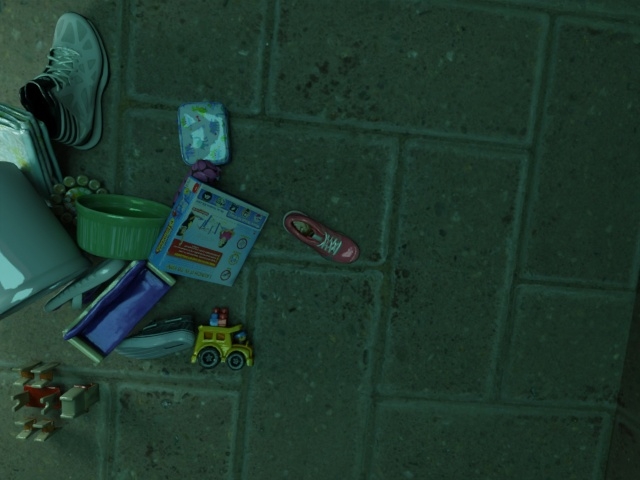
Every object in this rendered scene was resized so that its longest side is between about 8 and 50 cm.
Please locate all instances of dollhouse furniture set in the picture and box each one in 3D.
[{"bbox_3d":[-0.974,0.579,1.536,0.258,0.135,0.262,2,96,9],"label":"dollhouse furniture set"}]

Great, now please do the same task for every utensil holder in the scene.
[{"bbox_3d":[-0.955,0.005,1.259,0.327,0.327,0.386,-32,100,1],"label":"utensil holder"}]

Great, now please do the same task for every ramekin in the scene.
[{"bbox_3d":[-0.647,-0.045,1.387,0.303,0.303,0.148,13,103,-4],"label":"ramekin"}]

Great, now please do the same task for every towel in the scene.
[{"bbox_3d":[-1.023,-0.289,1.354,0.320,0.090,0.375,20,136,-1],"label":"towel"}]

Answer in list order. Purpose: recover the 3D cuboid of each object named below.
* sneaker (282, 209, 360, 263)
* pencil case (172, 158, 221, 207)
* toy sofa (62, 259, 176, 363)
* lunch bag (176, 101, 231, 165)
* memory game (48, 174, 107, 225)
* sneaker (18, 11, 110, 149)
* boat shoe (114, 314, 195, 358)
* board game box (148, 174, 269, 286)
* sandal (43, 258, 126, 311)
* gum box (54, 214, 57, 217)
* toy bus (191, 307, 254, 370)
[{"bbox_3d":[-0.001,0.000,1.495,0.313,0.136,0.116,28,95,-5],"label":"sneaker"},{"bbox_3d":[-0.430,-0.181,1.451,0.209,0.098,0.095,-43,82,30],"label":"pencil case"},{"bbox_3d":[-0.672,0.227,1.422,0.150,0.177,0.363,43,76,-9],"label":"toy sofa"},{"bbox_3d":[-0.404,-0.370,1.462,0.175,0.090,0.219,-5,97,-2],"label":"lunch bag"},{"bbox_3d":[-0.836,-0.137,1.454,0.186,0.012,0.186,-17,121,-30],"label":"memory game"},{"bbox_3d":[-0.817,-0.532,1.343,0.169,0.257,0.448,1,96,-3],"label":"sneaker"},{"bbox_3d":[-0.589,0.347,1.517,0.334,0.119,0.121,-13,140,16],"label":"boat shoe"},{"bbox_3d":[-0.366,-0.020,1.409,0.308,0.086,0.302,24,96,-50],"label":"board game box"},{"bbox_3d":[-0.788,0.174,1.405,0.416,0.169,0.102,-24,112,31],"label":"sandal"},{"bbox_3d":[-1.030,-0.036,1.482,0.107,0.062,0.189,27,94,-5],"label":"gum box"},{"bbox_3d":[-0.343,0.356,1.526,0.220,0.149,0.212,6,80,-5],"label":"toy bus"}]
